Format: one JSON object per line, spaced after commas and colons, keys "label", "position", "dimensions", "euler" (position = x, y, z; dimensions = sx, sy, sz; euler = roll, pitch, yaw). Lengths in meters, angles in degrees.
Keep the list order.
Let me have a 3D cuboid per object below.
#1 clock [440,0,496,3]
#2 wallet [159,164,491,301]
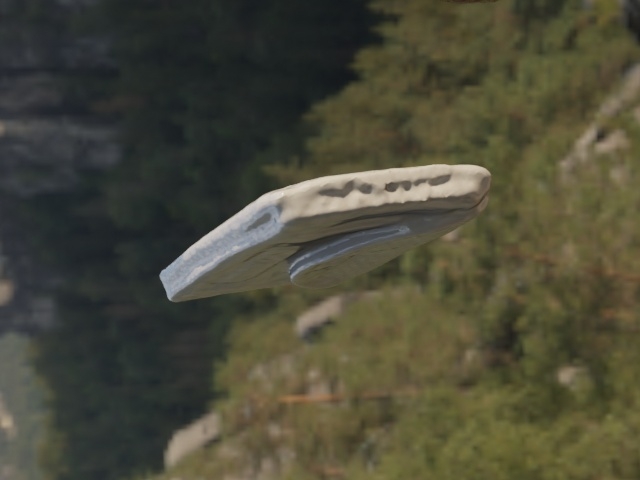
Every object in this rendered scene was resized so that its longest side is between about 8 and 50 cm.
{"label": "clock", "position": [-0.051, -0.125, 0.354], "dimensions": [0.056, 0.244, 0.244], "euler": [-58, 29, 25]}
{"label": "wallet", "position": [0.000, 0.000, 0.776], "dimensions": [0.183, 0.124, 0.032], "euler": [-28, 70, 62]}
